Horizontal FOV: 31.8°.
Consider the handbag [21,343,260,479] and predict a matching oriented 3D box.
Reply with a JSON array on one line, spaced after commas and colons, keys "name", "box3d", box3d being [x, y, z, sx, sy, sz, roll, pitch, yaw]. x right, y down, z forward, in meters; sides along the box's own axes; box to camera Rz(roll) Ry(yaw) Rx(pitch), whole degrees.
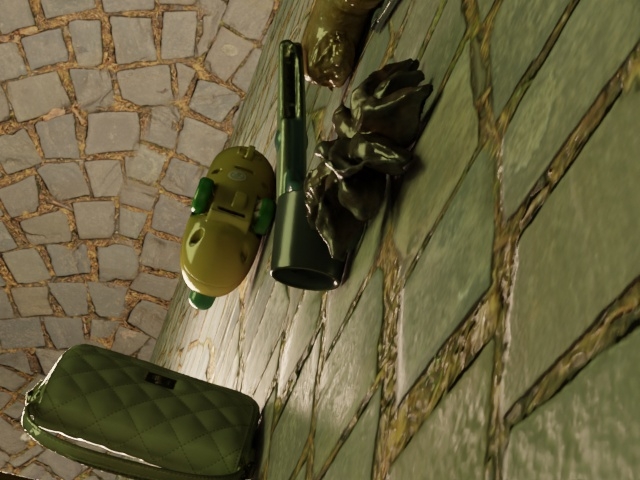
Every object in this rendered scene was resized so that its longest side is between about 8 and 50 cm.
[{"name": "handbag", "box3d": [-0.189, 0.198, 1.207, 0.219, 0.256, 0.079, -82, 11, -78]}]

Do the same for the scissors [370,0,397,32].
[{"name": "scissors", "box3d": [0.100, -0.300, 1.131, 0.360, 0.029, 0.191, 131, 154, -66]}]

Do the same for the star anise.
[{"name": "star anise", "box3d": [0.033, -0.080, 0.974, 0.195, 0.065, 0.182, -56, 16, 33]}]

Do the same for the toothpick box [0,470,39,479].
[{"name": "toothpick box", "box3d": [-0.189, 0.292, 0.881, 0.190, 0.308, 0.187, -121, 49, -75]}]

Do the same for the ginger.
[{"name": "ginger", "box3d": [0.027, -0.286, 1.390, 0.213, 0.074, 0.137, 113, 153, -49]}]

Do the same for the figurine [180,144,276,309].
[{"name": "figurine", "box3d": [-0.150, -0.028, 1.825, 0.324, 0.124, 0.222, -81, 9, -55]}]

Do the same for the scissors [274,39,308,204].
[{"name": "scissors", "box3d": [-0.035, -0.112, 1.380, 0.138, 0.041, 0.289, 125, 144, -73]}]

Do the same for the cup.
[{"name": "cup", "box3d": [0.000, 0.000, 1.061, 0.100, 0.078, 0.077, -12, 62, 44]}]
